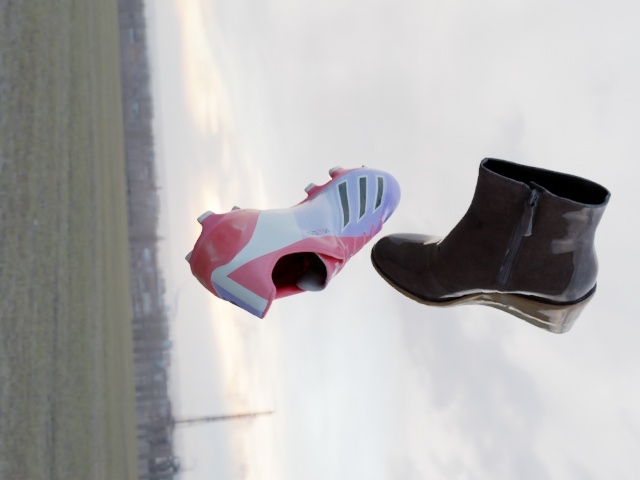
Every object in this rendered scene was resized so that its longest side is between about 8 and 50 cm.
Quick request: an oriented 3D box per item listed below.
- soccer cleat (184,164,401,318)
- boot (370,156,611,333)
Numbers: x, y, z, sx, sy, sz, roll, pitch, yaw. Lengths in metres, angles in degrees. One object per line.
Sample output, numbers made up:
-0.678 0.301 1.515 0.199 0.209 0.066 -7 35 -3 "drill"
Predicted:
0.000 0.000 0.685 0.095 0.248 0.083 41 -54 25 "soccer cleat"
0.162 -0.011 0.836 0.090 0.249 0.206 -56 152 -34 "boot"
